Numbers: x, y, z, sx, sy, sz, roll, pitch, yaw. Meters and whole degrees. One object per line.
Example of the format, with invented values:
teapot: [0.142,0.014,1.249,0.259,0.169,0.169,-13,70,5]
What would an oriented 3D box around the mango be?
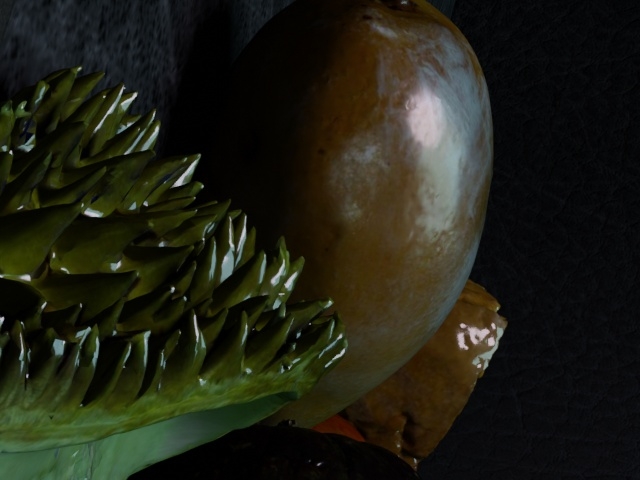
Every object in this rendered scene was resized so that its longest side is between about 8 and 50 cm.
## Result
mango: [0.000,0.000,0.906,0.221,0.199,0.384,-80,-169,-55]

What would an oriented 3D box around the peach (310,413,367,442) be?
peach: [-0.033,0.232,1.064,0.197,0.197,0.197,13,90,-83]

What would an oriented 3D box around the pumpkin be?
pumpkin: [-0.027,0.195,0.864,0.238,0.238,0.159,66,29,-79]

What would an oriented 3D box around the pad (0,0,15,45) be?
pad: [-0.106,-0.178,0.464,0.143,0.003,0.211,73,30,-76]

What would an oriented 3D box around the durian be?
durian: [-0.114,0.041,0.557,0.198,0.163,0.394,-39,172,7]

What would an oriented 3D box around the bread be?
bread: [0.023,0.144,1.322,0.340,0.179,0.194,-56,-171,28]
